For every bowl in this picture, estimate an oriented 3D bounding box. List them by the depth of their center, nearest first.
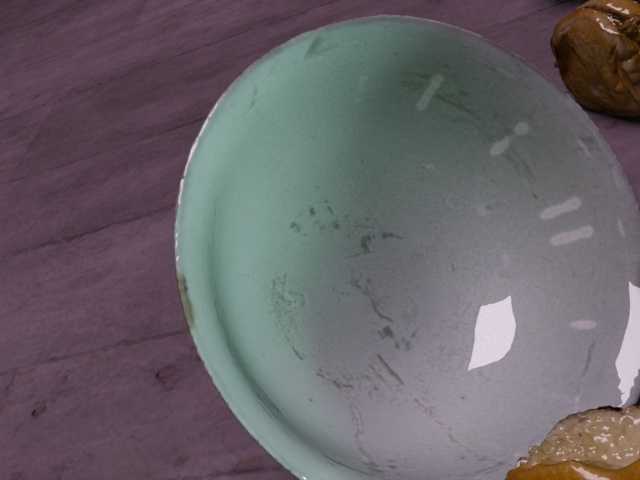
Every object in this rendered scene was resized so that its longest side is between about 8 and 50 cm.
[{"bbox_3d":[0.066,0.036,0.844,0.435,0.435,0.196,-50,4,-24],"label":"bowl"}]

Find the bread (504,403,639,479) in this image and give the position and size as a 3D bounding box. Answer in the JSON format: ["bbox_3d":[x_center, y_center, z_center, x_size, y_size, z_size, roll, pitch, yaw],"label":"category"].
[{"bbox_3d":[0.249,0.197,0.624,0.245,0.174,0.121,-6,23,31],"label":"bread"}]

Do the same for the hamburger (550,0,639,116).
[{"bbox_3d":[0.338,-0.215,1.077,0.083,0.138,0.147,-43,31,-15],"label":"hamburger"}]
